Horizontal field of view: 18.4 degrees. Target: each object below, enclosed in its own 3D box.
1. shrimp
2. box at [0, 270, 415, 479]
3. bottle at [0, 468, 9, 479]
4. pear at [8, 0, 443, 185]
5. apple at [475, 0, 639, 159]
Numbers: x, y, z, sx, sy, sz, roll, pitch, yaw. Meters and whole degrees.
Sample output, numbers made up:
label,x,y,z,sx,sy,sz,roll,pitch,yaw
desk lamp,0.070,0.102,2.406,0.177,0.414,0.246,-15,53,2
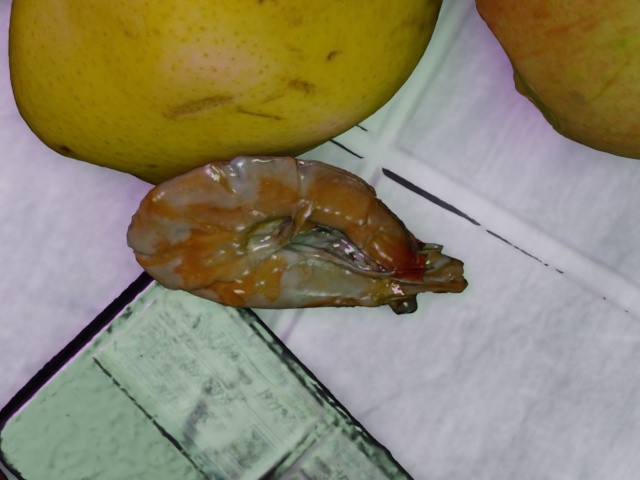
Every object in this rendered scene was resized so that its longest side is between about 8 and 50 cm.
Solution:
label,x,y,z,sx,sy,sz,roll,pitch,yaw
shrimp,0.000,0.001,1.402,0.294,0.154,0.062,11,49,-40
box,-0.057,0.194,1.466,0.211,0.058,0.350,-43,99,-6
bottle,-0.312,0.169,1.383,0.271,0.156,0.143,44,54,-10
pear,-0.067,-0.187,1.348,0.336,0.285,0.285,-19,99,32
apple,0.262,-0.213,1.358,0.339,0.339,0.340,-1,94,-9
